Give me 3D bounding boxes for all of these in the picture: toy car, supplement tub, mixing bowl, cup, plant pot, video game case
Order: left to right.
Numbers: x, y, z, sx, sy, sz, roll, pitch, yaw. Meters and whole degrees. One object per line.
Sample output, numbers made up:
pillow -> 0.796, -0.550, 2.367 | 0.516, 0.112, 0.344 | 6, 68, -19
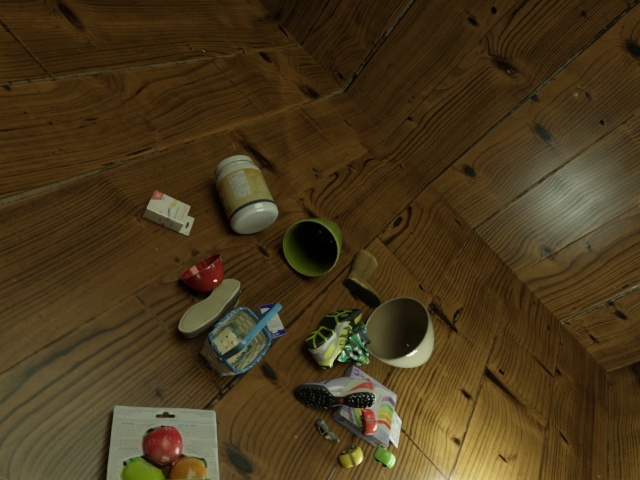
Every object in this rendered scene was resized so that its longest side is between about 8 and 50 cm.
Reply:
mixing bowl -> -0.448, 0.142, 1.719 | 0.181, 0.181, 0.098 | -46, 114, -50
supplement tub -> -0.350, -0.212, 2.031 | 0.228, 0.228, 0.316 | -4, 60, -42
plant pot -> 0.000, 0.000, 2.154 | 0.275, 0.275, 0.293 | 47, 25, 2
toy car -> 0.212, 0.816, 1.716 | 0.225, 0.053, 0.239 | 38, 66, -10
video game case -> 0.318, 0.808, 1.887 | 0.087, 0.011, 0.122 | 57, 34, -25
cup -> 0.402, 0.469, 2.076 | 0.237, 0.331, 0.331 | 50, 33, -35

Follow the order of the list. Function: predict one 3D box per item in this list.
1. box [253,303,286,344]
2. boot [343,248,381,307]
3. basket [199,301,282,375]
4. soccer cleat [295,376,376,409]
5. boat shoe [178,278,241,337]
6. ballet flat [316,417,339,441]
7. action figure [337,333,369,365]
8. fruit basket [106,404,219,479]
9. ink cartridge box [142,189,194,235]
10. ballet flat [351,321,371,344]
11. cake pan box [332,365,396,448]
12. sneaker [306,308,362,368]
box -> -0.219, 0.343, 1.757 | 0.072, 0.126, 0.137 | -9, 64, -43
boot -> 0.258, 0.193, 2.320 | 0.236, 0.089, 0.269 | 42, 39, -5
basket -> -0.277, 0.347, 1.576 | 0.201, 0.289, 0.255 | 47, 41, 1
soccer cleat -> 0.058, 0.598, 1.753 | 0.318, 0.108, 0.116 | 3, 23, -2
boat shoe -> -0.411, 0.270, 1.669 | 0.117, 0.096, 0.324 | 13, 33, 18
ballet flat -> 0.023, 0.745, 1.702 | 0.114, 0.041, 0.041 | 49, 40, 5
action figure -> 0.168, 0.507, 1.938 | 0.063, 0.137, 0.232 | 38, -6, 37
fruit basket -> -0.460, 0.668, 1.294 | 0.327, 0.165, 0.353 | 16, 33, -31
ink cartridge box -> -0.624, -0.113, 1.840 | 0.198, 0.067, 0.115 | 26, 43, -22
ballet flat -> 0.176, 0.424, 1.955 | 0.203, 0.074, 0.074 | 68, 10, -55
cake pan box -> 0.188, 0.697, 1.855 | 0.267, 0.070, 0.245 | 37, 39, -9
sneaker -> 0.070, 0.425, 1.957 | 0.385, 0.145, 0.147 | -31, 108, -50
